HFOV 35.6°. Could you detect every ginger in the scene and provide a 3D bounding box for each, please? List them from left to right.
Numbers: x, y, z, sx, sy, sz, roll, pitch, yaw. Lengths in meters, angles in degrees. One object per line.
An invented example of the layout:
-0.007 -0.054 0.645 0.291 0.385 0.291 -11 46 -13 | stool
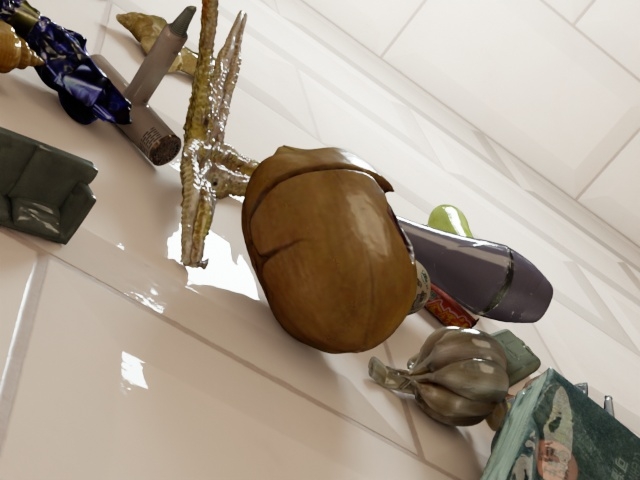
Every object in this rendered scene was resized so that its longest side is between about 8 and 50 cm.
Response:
-0.257 -0.344 1.787 0.214 0.059 0.133 12 37 -53 | ginger

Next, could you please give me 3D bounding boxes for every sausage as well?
0.190 0.097 1.624 0.145 0.050 0.048 43 60 10 | sausage

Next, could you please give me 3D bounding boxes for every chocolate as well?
-0.377 -0.267 1.287 0.343 0.126 0.148 37 -24 -19 | chocolate

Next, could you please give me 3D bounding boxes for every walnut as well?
0.000 0.000 1.215 0.203 0.203 0.298 14 41 -54 | walnut

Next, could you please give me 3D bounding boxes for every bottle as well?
0.091 0.069 1.425 0.099 0.099 0.152 45 22 18 | bottle

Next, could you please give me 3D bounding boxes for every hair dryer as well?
-0.238 -0.244 1.335 0.053 0.220 0.195 -19 55 -44 | hair dryer
0.205 0.020 1.691 0.301 0.121 0.361 24 6 -12 | hair dryer

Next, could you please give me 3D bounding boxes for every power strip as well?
0.288 0.193 1.606 0.092 0.034 0.268 45 19 17 | power strip

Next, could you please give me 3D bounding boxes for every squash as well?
0.270 0.010 1.945 0.083 0.083 0.250 29 22 -28 | squash

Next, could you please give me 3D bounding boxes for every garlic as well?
0.154 0.168 1.291 0.194 0.127 0.131 14 27 -11 | garlic

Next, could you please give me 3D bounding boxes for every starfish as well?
-0.118 -0.157 1.350 0.132 0.384 0.398 3 0 19 | starfish

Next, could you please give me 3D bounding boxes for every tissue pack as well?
0.336 0.328 1.163 0.315 0.103 0.228 39 44 -1 | tissue pack

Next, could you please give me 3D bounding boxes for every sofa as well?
-0.293 -0.054 0.973 0.147 0.085 0.060 23 21 -43 | sofa

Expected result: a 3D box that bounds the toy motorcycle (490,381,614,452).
0.329 0.277 1.346 0.307 0.108 0.173 -8 55 -51 | toy motorcycle

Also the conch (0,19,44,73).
-0.464 -0.267 1.133 0.330 0.093 0.109 26 20 -37 | conch

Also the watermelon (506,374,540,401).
0.311 0.244 1.474 0.155 0.101 0.080 40 4 -30 | watermelon
